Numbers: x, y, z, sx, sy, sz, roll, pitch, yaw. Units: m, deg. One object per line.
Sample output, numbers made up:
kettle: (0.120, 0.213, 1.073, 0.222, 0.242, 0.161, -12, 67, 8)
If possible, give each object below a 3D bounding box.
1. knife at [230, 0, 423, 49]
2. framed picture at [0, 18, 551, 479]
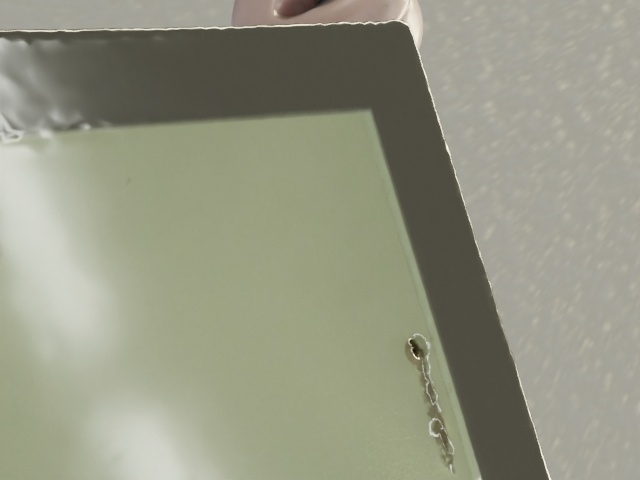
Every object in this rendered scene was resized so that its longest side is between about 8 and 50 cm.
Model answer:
knife: (0.004, -0.161, 0.804, 0.081, 0.336, 0.043, -18, -54, 12)
framed picture: (-0.055, 0.066, 0.503, 0.016, 0.347, 0.265, -26, -102, 43)
